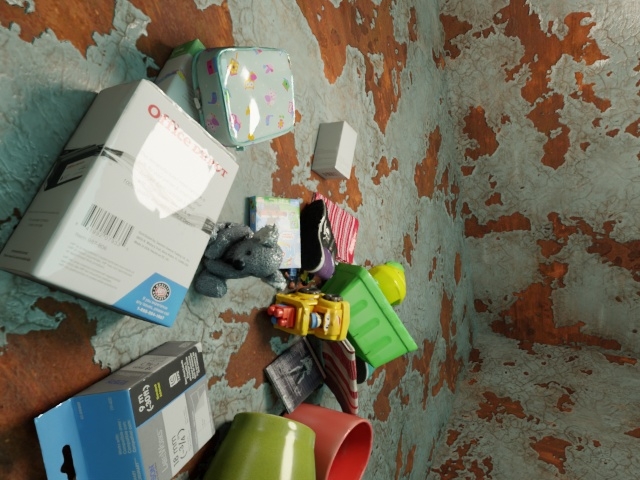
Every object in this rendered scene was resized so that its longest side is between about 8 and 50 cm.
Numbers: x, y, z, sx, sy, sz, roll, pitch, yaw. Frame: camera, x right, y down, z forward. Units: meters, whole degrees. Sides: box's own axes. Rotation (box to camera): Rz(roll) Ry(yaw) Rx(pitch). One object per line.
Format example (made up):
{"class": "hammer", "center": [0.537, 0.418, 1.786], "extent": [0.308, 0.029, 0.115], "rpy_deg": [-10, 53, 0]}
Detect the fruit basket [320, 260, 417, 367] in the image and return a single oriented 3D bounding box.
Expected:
{"class": "fruit basket", "center": [0.213, 0.216, 1.541], "extent": [0.392, 0.283, 0.392], "rpy_deg": [-1, 93, -20]}

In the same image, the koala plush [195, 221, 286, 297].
{"class": "koala plush", "center": [-0.183, 0.036, 1.073], "extent": [0.203, 0.221, 0.196], "rpy_deg": [-23, 111, -53]}

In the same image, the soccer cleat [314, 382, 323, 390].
{"class": "soccer cleat", "center": [-0.059, 0.512, 1.451], "extent": [0.179, 0.060, 0.072], "rpy_deg": [14, 91, -49]}

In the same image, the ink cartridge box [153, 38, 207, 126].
{"class": "ink cartridge box", "center": [-0.303, -0.326, 0.982], "extent": [0.154, 0.093, 0.212], "rpy_deg": [43, 56, -48]}

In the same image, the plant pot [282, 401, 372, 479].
{"class": "plant pot", "center": [-0.002, 0.661, 1.352], "extent": [0.275, 0.243, 0.275], "rpy_deg": [-20, 116, -49]}

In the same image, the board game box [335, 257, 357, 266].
{"class": "board game box", "center": [0.090, 0.088, 1.660], "extent": [0.154, 0.026, 0.103], "rpy_deg": [57, 48, -41]}

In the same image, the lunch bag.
{"class": "lunch bag", "center": [-0.175, -0.335, 0.994], "extent": [0.279, 0.107, 0.224], "rpy_deg": [-34, 128, -51]}

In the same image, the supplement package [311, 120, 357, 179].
{"class": "supplement package", "center": [0.051, -0.319, 1.500], "extent": [0.105, 0.105, 0.179], "rpy_deg": [26, 72, -54]}

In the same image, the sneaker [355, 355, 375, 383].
{"class": "sneaker", "center": [0.175, 0.425, 1.732], "extent": [0.178, 0.123, 0.296], "rpy_deg": [20, 65, -64]}

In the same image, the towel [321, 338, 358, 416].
{"class": "towel", "center": [0.060, 0.438, 1.442], "extent": [0.037, 0.237, 0.329], "rpy_deg": [-15, 119, -20]}

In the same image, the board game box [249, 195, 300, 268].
{"class": "board game box", "center": [-0.134, -0.021, 1.257], "extent": [0.160, 0.039, 0.212], "rpy_deg": [1, 87, -40]}

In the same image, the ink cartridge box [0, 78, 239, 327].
{"class": "ink cartridge box", "center": [-0.368, -0.065, 0.839], "extent": [0.285, 0.166, 0.395], "rpy_deg": [43, 58, -49]}

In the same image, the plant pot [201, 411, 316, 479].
{"class": "plant pot", "center": [-0.159, 0.657, 1.090], "extent": [0.366, 0.366, 0.353], "rpy_deg": [55, 37, -43]}

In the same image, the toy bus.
{"class": "toy bus", "center": [-0.050, 0.233, 1.302], "extent": [0.211, 0.220, 0.150], "rpy_deg": [6, 93, -50]}

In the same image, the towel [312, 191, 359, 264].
{"class": "towel", "center": [0.050, -0.037, 1.557], "extent": [0.275, 0.031, 0.199], "rpy_deg": [29, 66, -46]}

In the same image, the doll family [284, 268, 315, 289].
{"class": "doll family", "center": [-0.070, 0.103, 1.388], "extent": [0.193, 0.076, 0.111], "rpy_deg": [8, 90, -51]}

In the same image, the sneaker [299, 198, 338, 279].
{"class": "sneaker", "center": [0.000, 0.000, 1.403], "extent": [0.124, 0.107, 0.283], "rpy_deg": [37, 45, -43]}

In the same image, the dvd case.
{"class": "dvd case", "center": [-0.076, 0.436, 1.393], "extent": [0.221, 0.018, 0.165], "rpy_deg": [-29, 92, -51]}

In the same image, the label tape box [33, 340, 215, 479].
{"class": "label tape box", "center": [-0.368, 0.384, 0.864], "extent": [0.333, 0.105, 0.241], "rpy_deg": [-28, 113, -66]}

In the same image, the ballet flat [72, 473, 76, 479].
{"class": "ballet flat", "center": [-0.470, 0.501, 0.834], "extent": [0.052, 0.057, 0.168], "rpy_deg": [2, 91, -46]}
